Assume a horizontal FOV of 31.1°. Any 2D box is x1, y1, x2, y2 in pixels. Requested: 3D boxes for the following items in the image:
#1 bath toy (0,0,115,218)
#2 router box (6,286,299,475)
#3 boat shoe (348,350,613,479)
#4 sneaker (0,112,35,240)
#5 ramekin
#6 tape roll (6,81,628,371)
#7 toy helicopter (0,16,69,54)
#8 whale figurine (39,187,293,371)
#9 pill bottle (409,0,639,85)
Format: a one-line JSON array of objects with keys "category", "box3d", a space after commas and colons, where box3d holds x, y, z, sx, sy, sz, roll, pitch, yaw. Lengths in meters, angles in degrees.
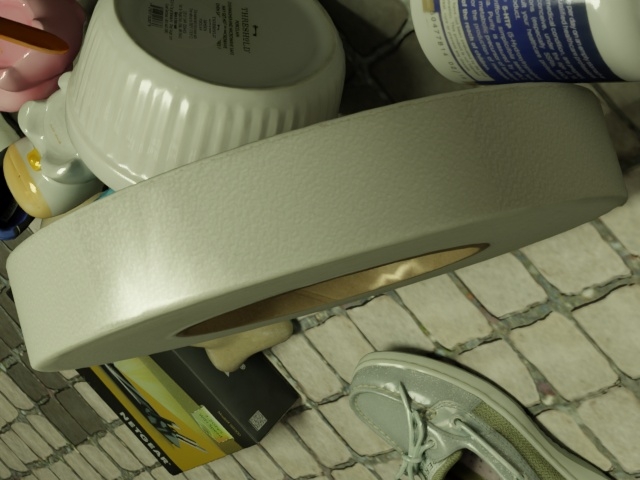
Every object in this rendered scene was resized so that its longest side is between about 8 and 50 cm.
[{"category": "bath toy", "box3d": [-0.235, -0.144, 0.981, 0.151, 0.129, 0.348, -32, 81, 23]}, {"category": "router box", "box3d": [-0.201, 0.118, 1.322, 0.309, 0.081, 0.243, 48, 145, -5]}, {"category": "boat shoe", "box3d": [0.151, 0.216, 1.040, 0.320, 0.103, 0.118, 36, 145, 12]}, {"category": "sneaker", "box3d": [-0.413, -0.060, 1.316, 0.182, 0.127, 0.315, 49, 144, -2]}, {"category": "ramekin", "box3d": [-0.079, -0.121, 0.848, 0.207, 0.207, 0.109, 35, 136, 14]}, {"category": "tape roll", "box3d": [0.000, 0.000, 0.740, 0.392, 0.392, 0.072, -25, 78, 54]}, {"category": "toy helicopter", "box3d": [-0.293, -0.248, 0.782, 0.355, 0.140, 0.234, 5, 110, 7]}, {"category": "whale figurine", "box3d": [-0.148, 0.021, 1.145, 0.216, 0.141, 0.272, -34, 124, 28]}, {"category": "pill bottle", "box3d": [0.155, -0.145, 0.654, 0.187, 0.112, 0.112, 6, 130, 43]}]
